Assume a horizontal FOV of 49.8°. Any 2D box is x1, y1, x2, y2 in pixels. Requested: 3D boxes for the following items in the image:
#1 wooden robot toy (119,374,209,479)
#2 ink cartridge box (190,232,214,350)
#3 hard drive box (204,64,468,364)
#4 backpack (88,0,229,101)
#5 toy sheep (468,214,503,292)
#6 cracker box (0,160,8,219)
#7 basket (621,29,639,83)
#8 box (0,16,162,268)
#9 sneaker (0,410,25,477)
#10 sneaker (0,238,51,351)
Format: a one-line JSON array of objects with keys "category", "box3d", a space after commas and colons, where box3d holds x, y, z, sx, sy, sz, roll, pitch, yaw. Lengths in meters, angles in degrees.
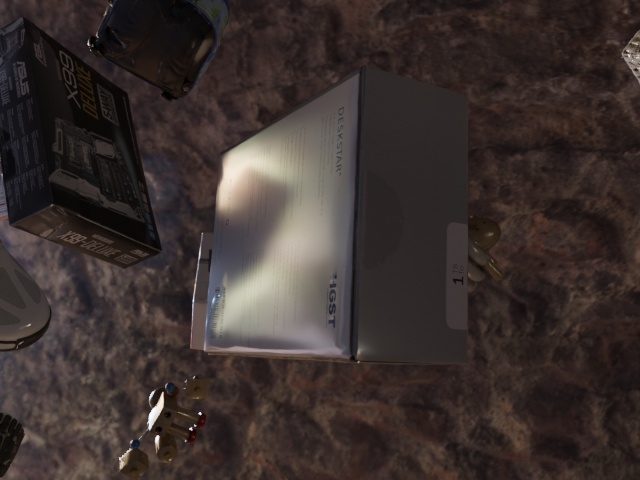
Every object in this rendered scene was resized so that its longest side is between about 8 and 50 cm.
[{"category": "wooden robot toy", "box3d": [-0.206, 0.235, 0.928, 0.173, 0.076, 0.079, -57, -153, 9]}, {"category": "ink cartridge box", "box3d": [-0.229, 0.111, 1.514, 0.092, 0.218, 0.159, 6, -49, -7]}, {"category": "hard drive box", "box3d": [0.000, 0.000, 0.518, 0.232, 0.089, 0.181, -13, -108, 59]}, {"category": "backpack", "box3d": [-0.138, -0.203, 0.631, 0.105, 0.084, 0.114, 30, -37, -19]}, {"category": "toy sheep", "box3d": [0.130, 0.023, 0.716, 0.132, 0.091, 0.091, -41, -106, 15]}, {"category": "cracker box", "box3d": [-0.511, -0.158, 1.204, 0.067, 0.155, 0.232, -8, -86, 33]}, {"category": "basket", "box3d": [0.523, -0.260, 0.951, 0.113, 0.103, 0.167, -51, -154, 2]}, {"category": "box", "box3d": [-0.359, -0.134, 1.013, 0.076, 0.242, 0.308, -23, -113, 13]}, {"category": "sneaker", "box3d": [-0.657, 0.323, 1.179, 0.147, 0.330, 0.130, 12, -110, 33]}, {"category": "sneaker", "box3d": [-0.563, -0.032, 0.991, 0.447, 0.169, 0.257, 39, -49, -7]}]
